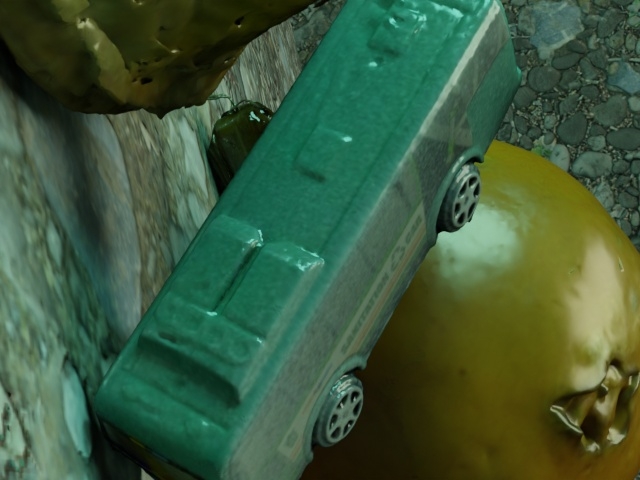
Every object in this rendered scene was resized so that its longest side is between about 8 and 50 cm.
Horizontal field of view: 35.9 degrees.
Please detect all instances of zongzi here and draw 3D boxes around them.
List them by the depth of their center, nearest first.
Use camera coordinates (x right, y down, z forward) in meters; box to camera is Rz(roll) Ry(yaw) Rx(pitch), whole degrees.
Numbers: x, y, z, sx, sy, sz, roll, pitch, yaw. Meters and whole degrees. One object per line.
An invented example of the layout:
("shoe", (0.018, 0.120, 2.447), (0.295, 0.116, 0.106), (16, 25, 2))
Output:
("zongzi", (-0.050, -0.013, 0.856), (0.184, 0.084, 0.187), (-84, 155, -48))

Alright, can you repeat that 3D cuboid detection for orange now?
("orange", (0.079, 0.079, 0.690), (0.312, 0.312, 0.312), (-14, 90, -86))

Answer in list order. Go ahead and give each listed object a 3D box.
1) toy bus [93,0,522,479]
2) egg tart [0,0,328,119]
("toy bus", (0.000, 0.000, 0.453), (0.261, 0.091, 0.109), (-60, 155, -15))
("egg tart", (-0.037, -0.209, 0.438), (0.341, 0.129, 0.341), (14, 90, -71))
